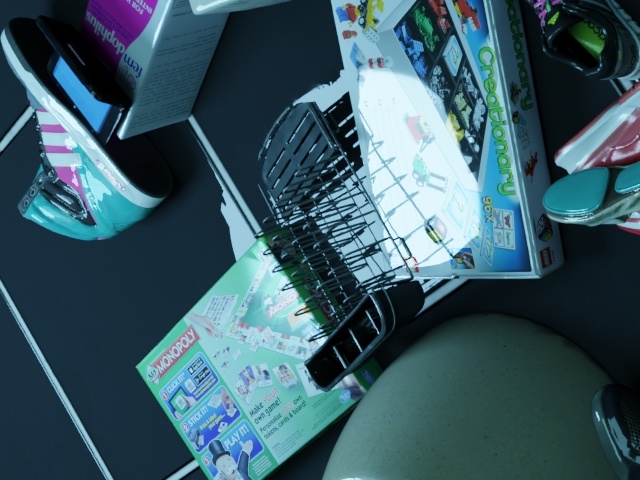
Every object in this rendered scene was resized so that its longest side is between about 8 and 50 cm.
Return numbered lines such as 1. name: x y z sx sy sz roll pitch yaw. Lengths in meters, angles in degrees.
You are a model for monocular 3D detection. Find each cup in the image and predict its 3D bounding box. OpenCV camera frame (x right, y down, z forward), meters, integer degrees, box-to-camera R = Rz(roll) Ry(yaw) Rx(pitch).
1. cup: 0.129 0.264 1.384 0.331 0.237 0.331 17 117 37

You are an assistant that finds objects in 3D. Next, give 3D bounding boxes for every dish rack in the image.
1. dish rack: 0.000 0.000 1.465 0.272 0.074 0.208 62 151 14

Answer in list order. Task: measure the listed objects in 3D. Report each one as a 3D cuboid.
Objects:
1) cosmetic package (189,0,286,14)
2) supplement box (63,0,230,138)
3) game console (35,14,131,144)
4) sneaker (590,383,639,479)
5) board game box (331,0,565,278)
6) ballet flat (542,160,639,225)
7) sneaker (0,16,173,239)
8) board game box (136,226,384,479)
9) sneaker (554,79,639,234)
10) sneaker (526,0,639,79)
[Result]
1. cosmetic package: 0.009 -0.317 1.334 0.296 0.153 0.129 -12 96 42
2. supplement box: -0.185 -0.237 1.565 0.111 0.114 0.220 43 131 21
3. game console: -0.270 -0.173 1.541 0.071 0.107 0.122 -42 75 14
4. sneaker: 0.348 0.208 1.274 0.227 0.087 0.130 54 131 8
5. board game box: 0.121 -0.114 1.376 0.193 0.053 0.305 -1 105 43
6. ballet flat: 0.259 -0.036 1.194 0.052 0.057 0.168 37 153 -24
7. sneaker: -0.320 -0.115 1.731 0.295 0.124 0.178 52 123 13
8. board game box: -0.077 0.156 1.660 0.213 0.046 0.317 56 133 12
9. sneaker: 0.311 -0.085 1.212 0.128 0.087 0.221 51 145 4
10. sneaker: 0.215 -0.203 1.243 0.170 0.074 0.063 51 132 16
